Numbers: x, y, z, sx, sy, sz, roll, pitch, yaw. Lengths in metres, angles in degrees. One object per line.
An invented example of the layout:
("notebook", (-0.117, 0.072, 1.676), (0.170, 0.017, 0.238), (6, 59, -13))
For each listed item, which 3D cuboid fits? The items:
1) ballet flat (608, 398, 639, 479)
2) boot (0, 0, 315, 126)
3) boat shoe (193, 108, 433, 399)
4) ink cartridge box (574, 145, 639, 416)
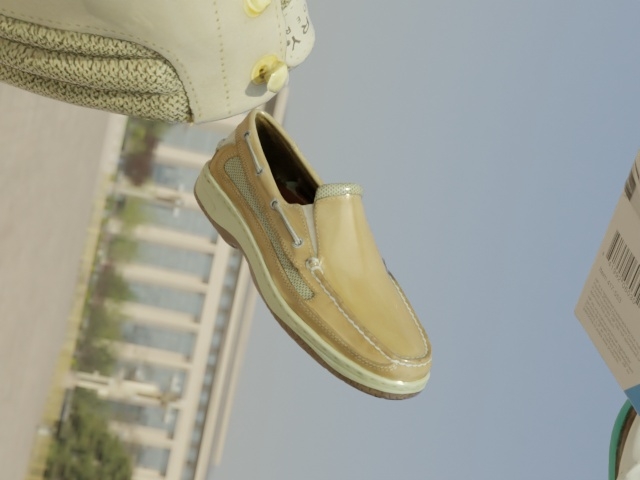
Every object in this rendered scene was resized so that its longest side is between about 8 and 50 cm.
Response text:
("ballet flat", (0.258, 0.273, 0.844), (0.139, 0.139, 0.400), (-97, 180, -64))
("boot", (-0.011, -0.124, 0.347), (0.203, 0.262, 0.095), (72, 14, -54))
("boat shoe", (0.000, 0.000, 0.695), (0.190, 0.068, 0.072), (47, -60, 30))
("ink cartridge box", (0.213, 0.010, 0.653), (0.139, 0.082, 0.190), (-115, -150, -44))
